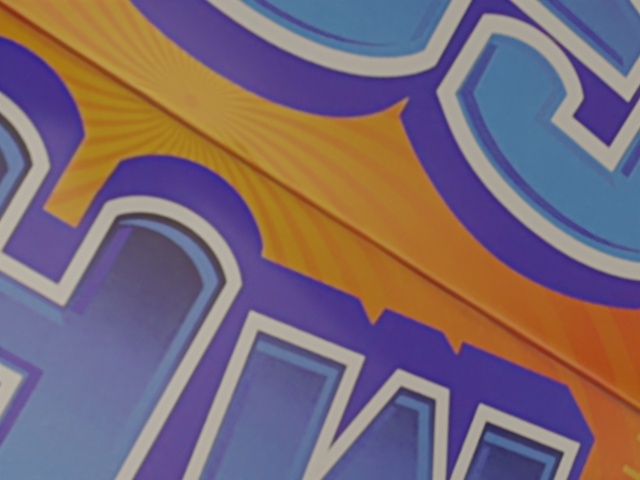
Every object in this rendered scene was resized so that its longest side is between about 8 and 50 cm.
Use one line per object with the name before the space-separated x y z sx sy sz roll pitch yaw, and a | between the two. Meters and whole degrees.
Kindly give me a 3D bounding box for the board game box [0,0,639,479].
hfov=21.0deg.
board game box | -0.105 -0.043 0.515 0.356 0.356 0.356 32 -9 -24
